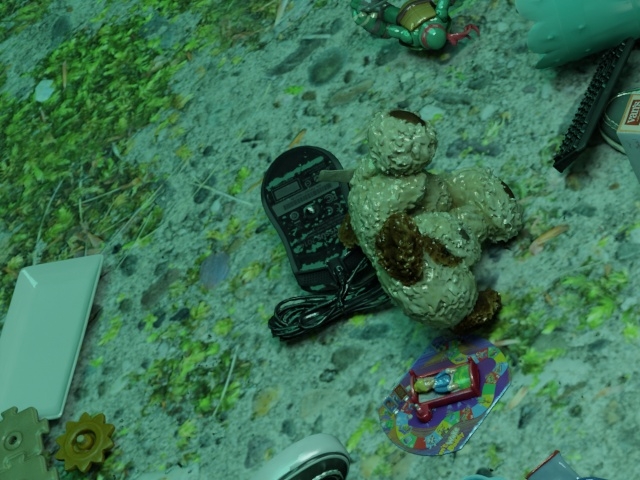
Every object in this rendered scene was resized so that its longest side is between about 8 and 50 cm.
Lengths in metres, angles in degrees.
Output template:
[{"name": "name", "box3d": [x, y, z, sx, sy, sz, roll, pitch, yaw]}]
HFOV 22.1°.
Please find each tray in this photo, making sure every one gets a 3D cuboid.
[{"name": "tray", "box3d": [-0.382, 0.143, 2.274, 0.145, 0.030, 0.270, -9, 50, 23]}]

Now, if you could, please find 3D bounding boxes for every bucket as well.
[{"name": "bucket", "box3d": [0.335, -0.366, 2.115, 0.183, 0.281, 0.281, -15, 48, 11]}]

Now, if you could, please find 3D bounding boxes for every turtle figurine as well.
[{"name": "turtle figurine", "box3d": [0.129, -0.323, 2.302, 0.175, 0.118, 0.234, -22, 28, -7]}]

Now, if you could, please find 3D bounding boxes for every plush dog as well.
[{"name": "plush dog", "box3d": [0.115, 0.004, 1.961, 0.210, 0.262, 0.225, -37, 41, 22]}]

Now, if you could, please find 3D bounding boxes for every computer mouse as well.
[{"name": "computer mouse", "box3d": [0.000, 0.000, 2.148, 0.188, 0.072, 0.272, -23, 58, 10]}]

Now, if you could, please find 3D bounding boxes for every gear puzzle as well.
[{"name": "gear puzzle", "box3d": [-0.413, 0.311, 2.144, 0.339, 0.044, 0.175, -27, 50, 9]}]

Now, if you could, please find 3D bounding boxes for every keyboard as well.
[{"name": "keyboard", "box3d": [0.339, -0.169, 2.072, 0.023, 0.108, 0.180, 30, 68, -2]}]

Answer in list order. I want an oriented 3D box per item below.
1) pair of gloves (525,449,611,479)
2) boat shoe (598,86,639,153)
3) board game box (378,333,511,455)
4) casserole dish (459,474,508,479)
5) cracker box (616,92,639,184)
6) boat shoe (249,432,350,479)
[{"name": "pair of gloves", "box3d": [0.252, 0.318, 1.728, 0.198, 0.023, 0.159, -42, 66, -8]}, {"name": "boat shoe", "box3d": [0.472, -0.157, 1.970, 0.319, 0.099, 0.116, 10, 63, 37]}, {"name": "board game box", "box3d": [0.142, 0.173, 1.938, 0.133, 0.033, 0.168, 26, 70, 42]}, {"name": "casserole dish", "box3d": [0.152, 0.341, 1.790, 0.188, 0.037, 0.114, -47, 46, -11]}, {"name": "cracker box", "box3d": [0.474, -0.094, 1.877, 0.232, 0.156, 0.067, 5, 57, 33]}, {"name": "boat shoe", "box3d": [-0.062, 0.342, 1.702, 0.306, 0.113, 0.105, -48, 47, -1]}]
